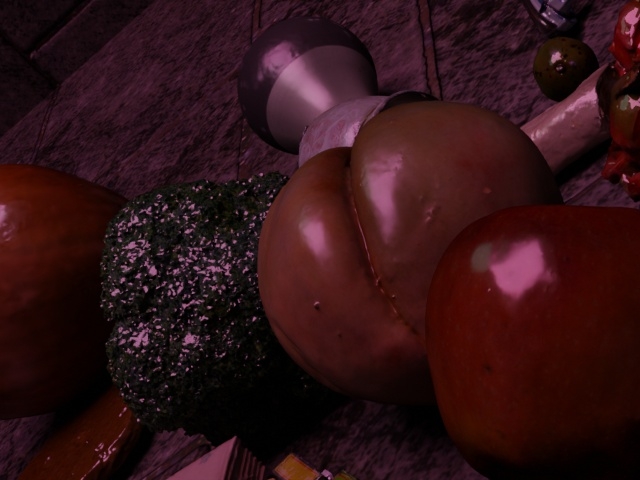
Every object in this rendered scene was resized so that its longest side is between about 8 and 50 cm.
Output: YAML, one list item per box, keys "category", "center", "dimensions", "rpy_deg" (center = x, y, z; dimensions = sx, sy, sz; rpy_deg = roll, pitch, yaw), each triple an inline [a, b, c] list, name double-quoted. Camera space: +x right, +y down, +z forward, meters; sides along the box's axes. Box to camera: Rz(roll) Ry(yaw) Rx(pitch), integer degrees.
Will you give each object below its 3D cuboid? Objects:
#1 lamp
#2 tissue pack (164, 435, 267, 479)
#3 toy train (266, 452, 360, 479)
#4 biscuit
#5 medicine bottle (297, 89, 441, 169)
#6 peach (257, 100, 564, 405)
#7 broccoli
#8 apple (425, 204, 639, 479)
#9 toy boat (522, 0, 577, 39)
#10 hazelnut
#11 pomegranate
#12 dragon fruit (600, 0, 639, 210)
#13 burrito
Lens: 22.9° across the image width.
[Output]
- category: "lamp"
  center: [0.025, -0.180, 2.002]
  dimensions: [0.314, 0.182, 0.182]
  rpy_deg: [26, 72, 46]
- category: "tissue pack"
  center: [-0.194, 0.337, 1.572]
  dimensions: [0.325, 0.071, 0.170]
  rpy_deg: [-34, 23, 25]
- category: "toy train"
  center: [0.003, 0.241, 1.403]
  dimensions: [0.081, 0.060, 0.202]
  rpy_deg: [-43, 21, -12]
- category: "biscuit"
  center: [-0.282, 0.258, 1.908]
  dimensions: [0.290, 0.041, 0.208]
  rpy_deg: [-53, 21, -17]
- category: "medicine bottle"
  center: [0.069, -0.088, 1.741]
  dimensions: [0.143, 0.147, 0.147]
  rpy_deg: [-6, 45, 54]
- category: "peach"
  center: [0.084, 0.018, 1.415]
  dimensions: [0.292, 0.247, 0.292]
  rpy_deg: [-14, 54, 20]
- category: "broccoli"
  center: [-0.093, 0.070, 1.652]
  dimensions: [0.308, 0.308, 0.275]
  rpy_deg: [-51, -3, -12]
- category: "apple"
  center: [0.184, 0.084, 1.141]
  dimensions: [0.230, 0.230, 0.230]
  rpy_deg: [-38, 23, 19]
- category: "toy boat"
  center: [0.272, -0.281, 1.824]
  dimensions: [0.066, 0.059, 0.140]
  rpy_deg: [-55, 18, 27]
- category: "hazelnut"
  center: [-0.361, 0.064, 2.030]
  dimensions: [0.372, 0.372, 0.315]
  rpy_deg: [-24, 72, 43]
- category: "pomegranate"
  center: [0.265, -0.177, 1.664]
  dimensions: [0.073, 0.084, 0.073]
  rpy_deg: [-18, 65, 44]
- category: "dragon fruit"
  center: [0.339, -0.151, 1.230]
  dimensions: [0.231, 0.237, 0.302]
  rpy_deg: [-16, -34, -55]
- category: "burrito"
  center: [0.220, -0.091, 1.588]
  dimensions: [0.226, 0.060, 0.087]
  rpy_deg: [-36, 19, 21]
